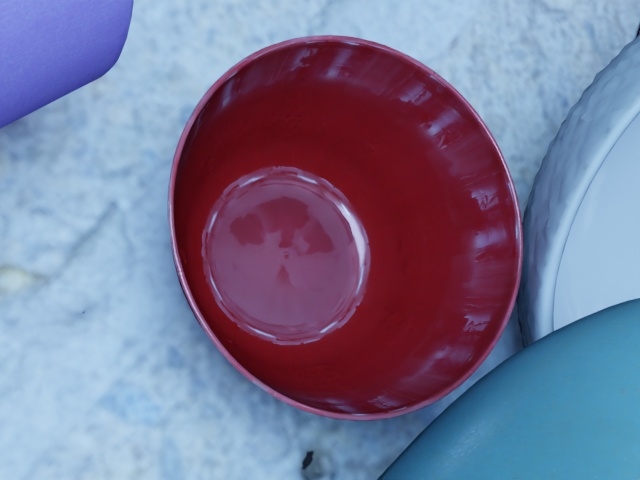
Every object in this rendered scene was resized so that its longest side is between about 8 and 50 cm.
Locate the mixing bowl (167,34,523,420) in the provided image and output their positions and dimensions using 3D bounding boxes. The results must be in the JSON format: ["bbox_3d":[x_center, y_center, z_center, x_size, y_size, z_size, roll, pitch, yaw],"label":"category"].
[{"bbox_3d":[0.000,0.000,0.513,0.181,0.098,0.181,5,78,-22],"label":"mixing bowl"}]

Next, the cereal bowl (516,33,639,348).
[{"bbox_3d":[0.265,0.005,0.560,0.339,0.141,0.339,-2,112,-4],"label":"cereal bowl"}]

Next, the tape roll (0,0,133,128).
[{"bbox_3d":[-0.183,-0.165,0.371,0.090,0.275,0.275,-34,94,-26],"label":"tape roll"}]

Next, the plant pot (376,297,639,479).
[{"bbox_3d":[0.136,0.165,0.390,0.293,0.293,0.235,40,74,-11],"label":"plant pot"}]

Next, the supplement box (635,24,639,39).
[{"bbox_3d":[0.292,-0.148,0.684,0.130,0.073,0.239,27,69,-16],"label":"supplement box"}]
